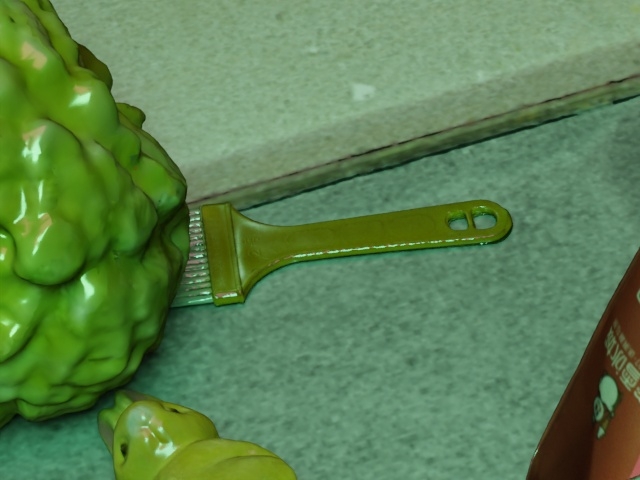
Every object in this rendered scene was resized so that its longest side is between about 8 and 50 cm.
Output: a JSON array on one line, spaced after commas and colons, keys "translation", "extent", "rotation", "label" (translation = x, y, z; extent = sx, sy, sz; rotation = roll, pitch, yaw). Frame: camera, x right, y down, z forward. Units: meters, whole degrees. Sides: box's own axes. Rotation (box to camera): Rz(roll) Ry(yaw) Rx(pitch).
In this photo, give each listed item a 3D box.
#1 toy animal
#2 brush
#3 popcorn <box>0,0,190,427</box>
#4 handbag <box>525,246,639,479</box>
[{"translation": [-0.072, 0.115, 0.921], "extent": [0.083, 0.070, 0.159], "rotation": [-29, 43, -21], "label": "toy animal"}, {"translation": [0.000, 0.000, 1.070], "extent": [0.218, 0.010, 0.082], "rotation": [-7, 43, -2], "label": "brush"}, {"translation": [-0.179, -0.016, 0.975], "extent": [0.212, 0.259, 0.259], "rotation": [-35, 49, -7], "label": "popcorn"}, {"translation": [0.184, 0.074, 0.856], "extent": [0.298, 0.171, 0.151], "rotation": [-35, 51, -28], "label": "handbag"}]
